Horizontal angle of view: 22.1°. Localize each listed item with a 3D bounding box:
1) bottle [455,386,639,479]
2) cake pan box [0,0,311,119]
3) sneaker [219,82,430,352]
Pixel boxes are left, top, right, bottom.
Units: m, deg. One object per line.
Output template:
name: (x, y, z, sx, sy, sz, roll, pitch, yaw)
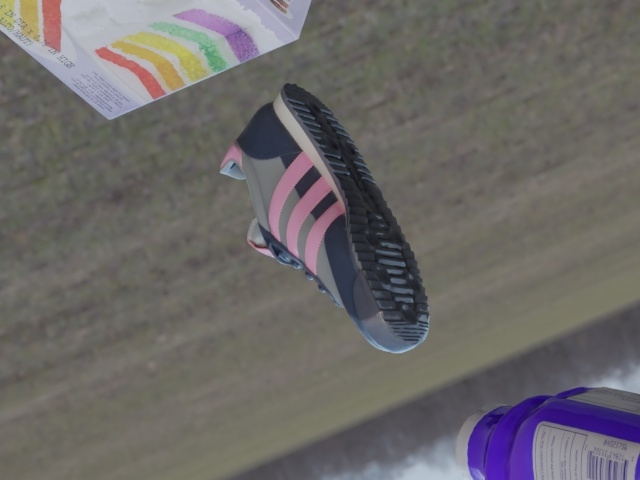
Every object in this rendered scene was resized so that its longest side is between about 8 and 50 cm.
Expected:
bottle: (0.181, 0.154, 1.055, 0.092, 0.118, 0.283, -14, -174, -22)
cake pan box: (-0.179, -0.231, 1.359, 0.246, 0.070, 0.267, -18, 134, 37)
sneaker: (0.000, 0.000, 1.612, 0.131, 0.319, 0.112, -41, 143, 23)
